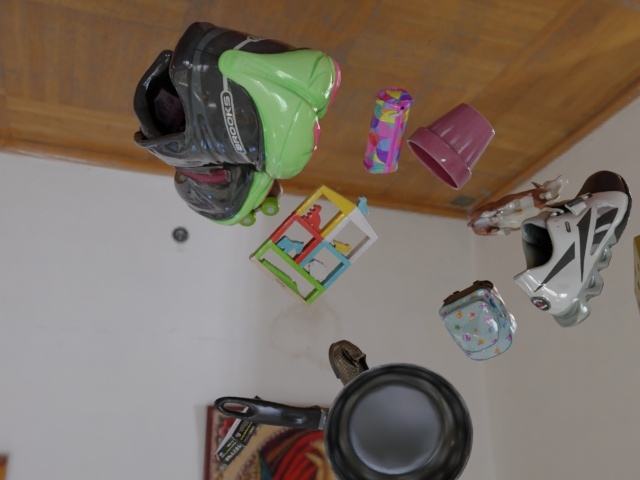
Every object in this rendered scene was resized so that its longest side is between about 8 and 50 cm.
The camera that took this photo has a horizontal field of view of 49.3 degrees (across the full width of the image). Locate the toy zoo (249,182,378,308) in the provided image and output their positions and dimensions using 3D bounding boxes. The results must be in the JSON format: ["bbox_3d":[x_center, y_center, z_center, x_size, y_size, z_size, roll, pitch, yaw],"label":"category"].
[{"bbox_3d":[0.000,0.000,1.652,0.192,0.030,0.293,42,97,-19],"label":"toy zoo"}]

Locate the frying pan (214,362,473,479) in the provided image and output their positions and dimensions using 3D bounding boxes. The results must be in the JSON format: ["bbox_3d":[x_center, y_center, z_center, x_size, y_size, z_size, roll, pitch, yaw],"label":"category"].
[{"bbox_3d":[0.039,0.268,0.927,0.326,0.197,0.053,-11,-176,0],"label":"frying pan"}]

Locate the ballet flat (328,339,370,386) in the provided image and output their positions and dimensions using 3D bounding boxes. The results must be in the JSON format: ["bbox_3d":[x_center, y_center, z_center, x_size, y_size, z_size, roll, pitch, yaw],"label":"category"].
[{"bbox_3d":[0.090,0.290,1.288,0.058,0.250,0.084,-17,-164,30],"label":"ballet flat"}]

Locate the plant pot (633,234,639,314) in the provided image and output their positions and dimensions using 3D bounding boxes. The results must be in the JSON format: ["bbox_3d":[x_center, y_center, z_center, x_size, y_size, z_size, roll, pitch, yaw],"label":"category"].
[{"bbox_3d":[0.702,0.078,1.322,0.187,0.212,0.212,-5,122,19],"label":"plant pot"}]

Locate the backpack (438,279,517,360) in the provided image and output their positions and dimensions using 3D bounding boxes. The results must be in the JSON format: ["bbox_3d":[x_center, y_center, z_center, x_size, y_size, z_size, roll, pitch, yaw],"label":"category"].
[{"bbox_3d":[0.423,0.223,1.846,0.166,0.188,0.144,-32,-171,25],"label":"backpack"}]

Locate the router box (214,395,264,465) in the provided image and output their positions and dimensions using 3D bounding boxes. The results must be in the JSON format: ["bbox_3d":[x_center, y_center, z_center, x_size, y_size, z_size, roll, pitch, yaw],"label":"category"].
[{"bbox_3d":[-0.161,0.390,1.433,0.038,0.122,0.092,36,128,-3],"label":"router box"}]

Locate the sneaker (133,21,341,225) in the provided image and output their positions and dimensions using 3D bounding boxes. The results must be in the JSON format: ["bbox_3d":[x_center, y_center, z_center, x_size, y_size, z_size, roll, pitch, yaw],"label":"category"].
[{"bbox_3d":[-0.128,-0.149,0.874,0.202,0.185,0.483,26,163,-12],"label":"sneaker"}]

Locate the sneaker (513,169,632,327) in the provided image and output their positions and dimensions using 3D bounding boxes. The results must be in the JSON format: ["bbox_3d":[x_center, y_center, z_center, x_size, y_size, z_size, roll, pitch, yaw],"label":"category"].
[{"bbox_3d":[0.425,-0.024,1.194,0.146,0.330,0.122,34,147,-5],"label":"sneaker"}]

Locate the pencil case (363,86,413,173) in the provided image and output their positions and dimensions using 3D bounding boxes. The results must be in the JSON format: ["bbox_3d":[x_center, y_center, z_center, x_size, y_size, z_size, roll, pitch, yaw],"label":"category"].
[{"bbox_3d":[0.176,-0.286,1.835,0.104,0.104,0.236,3,131,-6],"label":"pencil case"}]

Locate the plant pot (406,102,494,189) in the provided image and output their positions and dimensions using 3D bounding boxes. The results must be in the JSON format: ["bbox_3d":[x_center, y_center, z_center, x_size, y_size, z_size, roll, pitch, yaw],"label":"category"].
[{"bbox_3d":[0.370,-0.270,1.921,0.180,0.201,0.201,-45,148,1],"label":"plant pot"}]

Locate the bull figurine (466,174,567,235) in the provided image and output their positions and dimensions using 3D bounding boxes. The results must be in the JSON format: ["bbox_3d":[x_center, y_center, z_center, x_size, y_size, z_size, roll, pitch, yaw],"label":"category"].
[{"bbox_3d":[0.542,-0.086,1.837,0.310,0.101,0.188,-23,-176,-9],"label":"bull figurine"}]

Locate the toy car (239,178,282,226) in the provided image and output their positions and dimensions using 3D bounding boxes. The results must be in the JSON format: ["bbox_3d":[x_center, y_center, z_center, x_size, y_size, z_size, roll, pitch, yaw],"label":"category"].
[{"bbox_3d":[-0.205,-0.163,1.898,0.149,0.155,0.188,-23,133,16],"label":"toy car"}]
